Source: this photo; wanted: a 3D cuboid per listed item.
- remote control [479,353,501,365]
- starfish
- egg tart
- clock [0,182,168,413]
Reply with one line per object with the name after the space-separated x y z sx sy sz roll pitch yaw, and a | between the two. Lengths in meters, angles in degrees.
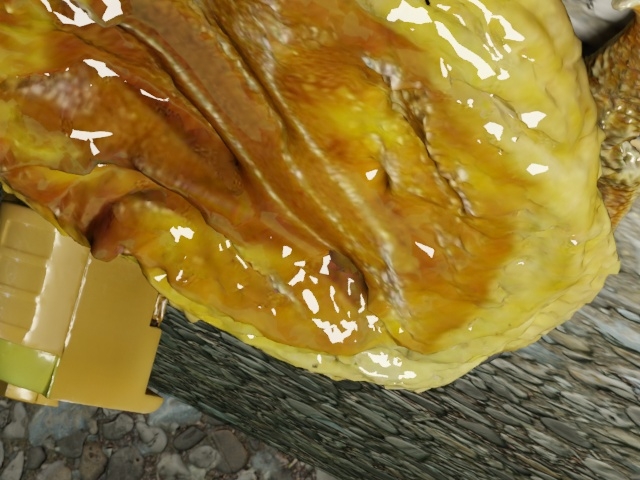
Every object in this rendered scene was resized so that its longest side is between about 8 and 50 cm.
0.000 0.000 1.293 0.332 0.103 0.221 30 169 -13 | remote control
0.113 -0.081 0.885 0.138 0.050 0.247 23 155 13 | starfish
-0.017 -0.088 0.762 0.352 0.153 0.339 21 148 5 | egg tart
-0.280 0.032 1.716 0.200 0.244 0.317 19 177 -32 | clock
